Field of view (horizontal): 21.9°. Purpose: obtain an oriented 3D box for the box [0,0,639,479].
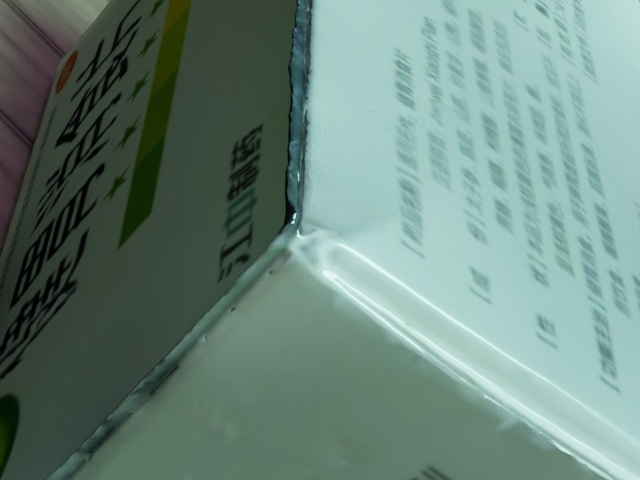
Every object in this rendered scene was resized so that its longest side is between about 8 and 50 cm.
[{"bbox_3d":[0.000,-0.002,0.489,0.145,0.173,0.333,34,29,-20],"label":"box"}]
